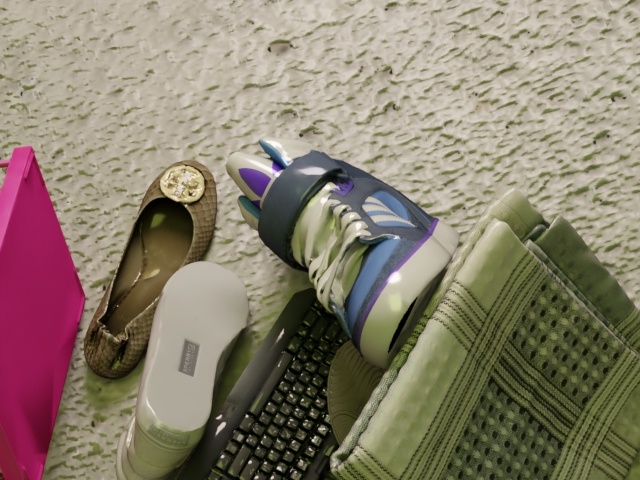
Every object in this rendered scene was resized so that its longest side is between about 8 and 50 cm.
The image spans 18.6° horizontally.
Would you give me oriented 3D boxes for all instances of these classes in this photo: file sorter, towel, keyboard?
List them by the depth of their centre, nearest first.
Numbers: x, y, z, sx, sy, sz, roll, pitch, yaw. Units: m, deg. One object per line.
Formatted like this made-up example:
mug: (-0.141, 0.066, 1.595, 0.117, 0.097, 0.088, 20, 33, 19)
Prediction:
towel: (0.189, 0.156, 1.774, 0.056, 0.312, 0.324, 5, 58, 53)
file sorter: (-0.358, 0.085, 1.864, 0.182, 0.202, 0.291, -6, 39, 10)
keyboard: (-0.010, 0.212, 1.880, 0.201, 0.033, 0.317, 30, 66, 2)

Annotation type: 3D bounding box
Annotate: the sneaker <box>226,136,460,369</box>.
sneaker: (0.000, -0.001, 1.843, 0.236, 0.323, 0.130, 28, 105, 4)

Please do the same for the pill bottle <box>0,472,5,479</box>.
pill bottle: (-0.259, 0.310, 1.857, 0.221, 0.121, 0.121, 23, 73, 16)

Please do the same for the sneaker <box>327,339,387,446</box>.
sneaker: (0.089, 0.197, 1.862, 0.083, 0.118, 0.222, -38, 61, 28)

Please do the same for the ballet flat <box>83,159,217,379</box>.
ballet flat: (-0.175, 0.025, 1.993, 0.084, 0.058, 0.250, 21, 73, 15)

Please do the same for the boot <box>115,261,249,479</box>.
boot: (-0.147, 0.137, 1.923, 0.095, 0.123, 0.258, 27, 38, -6)
